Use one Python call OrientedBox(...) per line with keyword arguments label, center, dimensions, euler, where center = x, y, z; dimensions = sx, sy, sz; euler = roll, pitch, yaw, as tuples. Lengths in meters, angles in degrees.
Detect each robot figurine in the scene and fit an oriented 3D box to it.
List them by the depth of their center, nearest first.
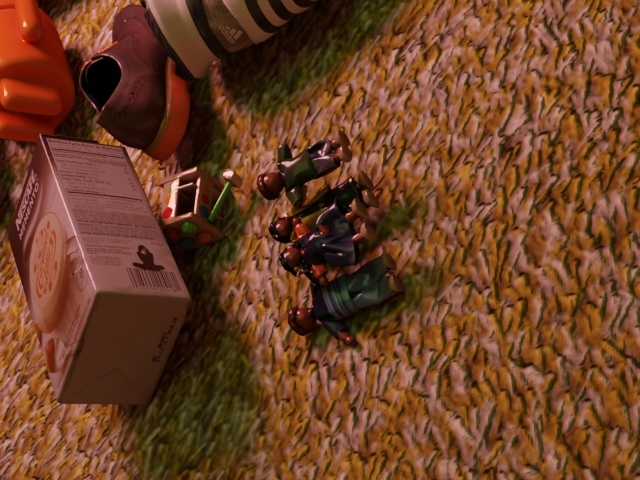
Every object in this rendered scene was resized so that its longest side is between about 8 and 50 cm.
OrientedBox(label="robot figurine", center=(-0.375, -0.210, 1.431), dimensions=(0.128, 0.158, 0.219), euler=(-23, 49, -1))

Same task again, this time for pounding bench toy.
OrientedBox(label="pounding bench toy", center=(-0.117, -0.032, 1.161), dimensions=(0.083, 0.052, 0.065), euler=(-17, 55, 31))

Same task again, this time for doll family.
OrientedBox(label="doll family", center=(0.000, 0.000, 1.032), dimensions=(0.111, 0.076, 0.193), euler=(-27, 53, 19))

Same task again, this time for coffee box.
OrientedBox(label="coffee box", center=(-0.224, 0.025, 1.148), dimensions=(0.141, 0.098, 0.246), euler=(-64, 37, 30))

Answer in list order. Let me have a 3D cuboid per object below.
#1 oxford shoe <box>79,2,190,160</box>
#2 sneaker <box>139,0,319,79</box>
OrientedBox(label="oxford shoe", center=(-0.211, -0.197, 1.285), dimensions=(0.097, 0.098, 0.271), euler=(-57, 31, 25))
OrientedBox(label="sneaker", center=(-0.070, -0.392, 1.300), dimensions=(0.257, 0.169, 0.448), euler=(-21, 54, 13))
